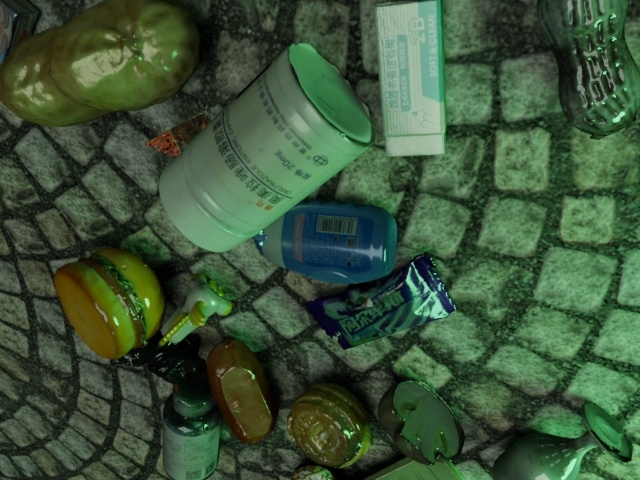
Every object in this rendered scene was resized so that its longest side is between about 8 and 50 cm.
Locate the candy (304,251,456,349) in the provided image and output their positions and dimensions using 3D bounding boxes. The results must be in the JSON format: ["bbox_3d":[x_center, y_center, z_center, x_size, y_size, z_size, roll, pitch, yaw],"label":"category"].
[{"bbox_3d":[0.113,0.123,0.999,0.275,0.070,0.145,-25,114,25],"label":"candy"}]

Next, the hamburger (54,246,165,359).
[{"bbox_3d":[-0.433,0.121,1.127,0.246,0.170,0.246,27,133,33],"label":"hamburger"}]

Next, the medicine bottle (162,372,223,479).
[{"bbox_3d":[-0.306,0.447,1.275,0.141,0.141,0.293,19,125,10],"label":"medicine bottle"}]

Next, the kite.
[{"bbox_3d":[-0.225,-0.187,0.986,0.222,0.008,0.125,25,120,5],"label":"kite"}]

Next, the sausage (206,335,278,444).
[{"bbox_3d":[-0.173,0.333,1.180,0.133,0.133,0.258,-12,110,25],"label":"sausage"}]

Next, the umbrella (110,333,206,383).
[{"bbox_3d":[-0.377,0.256,1.217,0.272,0.122,0.110,6,98,26],"label":"umbrella"}]

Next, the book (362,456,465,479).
[{"bbox_3d":[0.199,0.599,1.211,0.283,0.025,0.215,-33,104,16],"label":"book"}]

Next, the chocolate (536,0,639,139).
[{"bbox_3d":[0.347,-0.253,0.682,0.110,0.110,0.248,-14,115,26],"label":"chocolate"}]

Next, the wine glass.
[{"bbox_3d":[0.445,0.411,1.001,0.126,0.126,0.241,39,120,-3],"label":"wine glass"}]

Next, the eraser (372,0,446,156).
[{"bbox_3d":[0.137,-0.241,0.796,0.096,0.052,0.225,0,117,17],"label":"eraser"}]

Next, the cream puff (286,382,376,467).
[{"bbox_3d":[0.029,0.389,1.137,0.189,0.129,0.189,10,114,23],"label":"cream puff"}]

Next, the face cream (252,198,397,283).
[{"bbox_3d":[0.000,0.000,0.953,0.264,0.083,0.149,6,100,20],"label":"face cream"}]

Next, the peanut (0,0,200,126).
[{"bbox_3d":[-0.368,-0.283,0.874,0.387,0.192,0.169,-11,121,24],"label":"peanut"}]

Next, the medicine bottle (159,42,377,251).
[{"bbox_3d":[-0.095,-0.134,0.855,0.332,0.190,0.190,-35,102,30],"label":"medicine bottle"}]

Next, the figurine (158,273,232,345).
[{"bbox_3d":[-0.276,0.156,1.117,0.178,0.129,0.109,-36,104,31],"label":"figurine"}]

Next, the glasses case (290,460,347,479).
[{"bbox_3d":[0.049,0.670,1.310,0.122,0.082,0.321,-28,105,31],"label":"glasses case"}]

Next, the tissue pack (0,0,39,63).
[{"bbox_3d":[-0.601,-0.415,0.961,0.155,0.065,0.115,39,125,-5],"label":"tissue pack"}]

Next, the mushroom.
[{"bbox_3d":[0.192,0.370,1.067,0.188,0.141,0.117,41,145,-2],"label":"mushroom"}]
